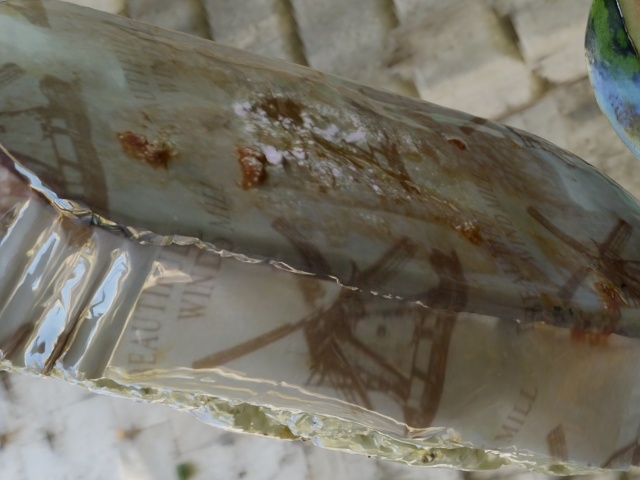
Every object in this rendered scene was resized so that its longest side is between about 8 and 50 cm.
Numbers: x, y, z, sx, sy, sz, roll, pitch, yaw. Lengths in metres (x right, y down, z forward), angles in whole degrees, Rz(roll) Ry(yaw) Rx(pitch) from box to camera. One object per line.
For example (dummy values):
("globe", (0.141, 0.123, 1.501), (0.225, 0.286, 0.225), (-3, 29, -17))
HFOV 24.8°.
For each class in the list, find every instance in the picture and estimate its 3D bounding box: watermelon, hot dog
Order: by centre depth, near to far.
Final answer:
("hot dog", (0.000, 0.000, 0.420), (0.268, 0.075, 0.144), (14, -147, -30))
("watermelon", (0.271, -0.111, 1.067), (0.119, 0.063, 0.245), (-28, -108, -29))
